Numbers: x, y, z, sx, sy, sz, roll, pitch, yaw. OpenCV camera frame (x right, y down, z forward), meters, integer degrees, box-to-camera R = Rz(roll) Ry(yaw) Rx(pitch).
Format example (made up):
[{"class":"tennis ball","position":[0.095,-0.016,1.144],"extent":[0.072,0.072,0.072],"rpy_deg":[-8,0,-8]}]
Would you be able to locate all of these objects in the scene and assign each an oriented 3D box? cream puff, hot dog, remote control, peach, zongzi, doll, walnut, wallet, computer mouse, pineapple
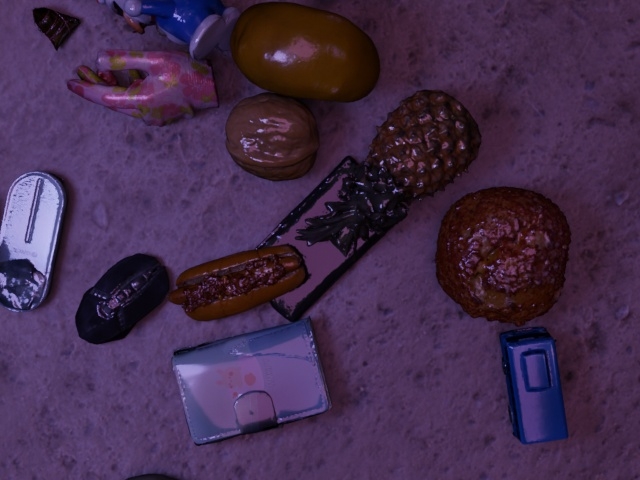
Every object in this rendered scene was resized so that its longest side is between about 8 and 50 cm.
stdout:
[{"class":"cream puff","position":[0.307,0.025,1.581],"extent":[0.239,0.164,0.240],"rpy_deg":[0,97,-2]},{"class":"hot dog","position":[-0.148,0.076,1.607],"extent":[0.249,0.076,0.102],"rpy_deg":[-16,99,13]},{"class":"remote control","position":[-0.502,0.002,1.637],"extent":[0.104,0.052,0.248],"rpy_deg":[13,92,1]},{"class":"peach","position":[-0.025,-0.300,1.530],"extent":[0.251,0.251,0.153],"rpy_deg":[24,98,0]},{"class":"zongzi","position":[-0.472,-0.383,1.632],"extent":[0.067,0.073,0.083],"rpy_deg":[-51,130,1]},{"class":"doll","position":[-0.255,-0.400,1.566],"extent":[0.257,0.215,0.161],"rpy_deg":[42,115,11]},{"class":"walnut","position":[-0.081,-0.172,1.581],"extent":[0.166,0.149,0.167],"rpy_deg":[13,133,15]},{"class":"wallet","position":[-0.117,0.245,1.630],"extent":[0.250,0.075,0.176],"rpy_deg":[-14,88,2]},{"class":"computer mouse","position":[-0.349,0.105,1.634],"extent":[0.192,0.062,0.106],"rpy_deg":[-41,91,3]},{"class":"pineapple","position":[0.106,-0.092,1.553],"extent":[0.340,0.169,0.169],"rpy_deg":[-44,91,-11]},{"class":"wallet","position":[0.000,0.000,1.644],"extent":[0.285,0.030,0.146],"rpy_deg":[-45,91,2]}]

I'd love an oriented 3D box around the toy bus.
[{"class":"toy bus","position":[0.364,0.246,1.610],"extent":[0.090,0.106,0.185],"rpy_deg":[-9,92,3]}]

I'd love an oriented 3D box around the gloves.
[{"class":"gloves","position":[-0.298,-0.253,1.582],"extent":[0.241,0.145,0.126],"rpy_deg":[-12,90,-8]}]

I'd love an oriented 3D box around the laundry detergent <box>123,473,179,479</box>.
[{"class":"laundry detergent","position":[-0.236,0.504,1.630],"extent":[0.253,0.091,0.181],"rpy_deg":[9,93,0]}]
